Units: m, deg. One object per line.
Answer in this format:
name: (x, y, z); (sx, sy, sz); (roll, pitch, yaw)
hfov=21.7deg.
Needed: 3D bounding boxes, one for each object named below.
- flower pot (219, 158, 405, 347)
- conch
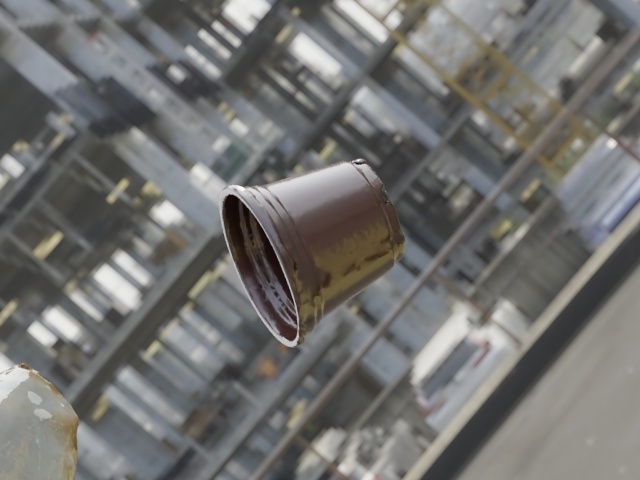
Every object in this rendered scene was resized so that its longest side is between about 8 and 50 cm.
flower pot: (0.000, 0.000, 1.039); (0.089, 0.111, 0.111); (-24, -7, -17)
conch: (-0.176, 0.128, 0.793); (0.176, 0.104, 0.094); (-34, -57, -59)
